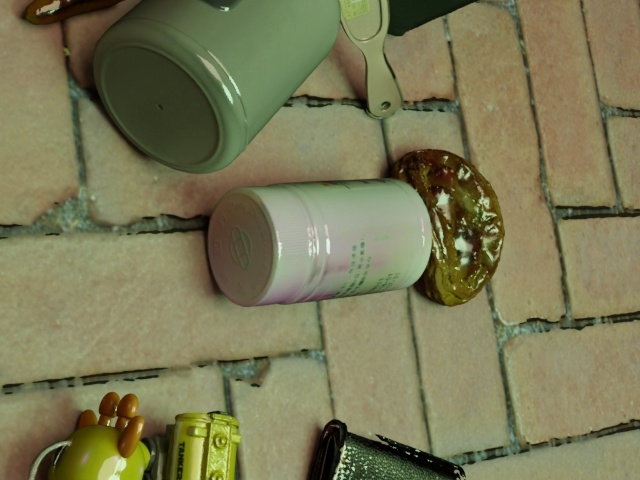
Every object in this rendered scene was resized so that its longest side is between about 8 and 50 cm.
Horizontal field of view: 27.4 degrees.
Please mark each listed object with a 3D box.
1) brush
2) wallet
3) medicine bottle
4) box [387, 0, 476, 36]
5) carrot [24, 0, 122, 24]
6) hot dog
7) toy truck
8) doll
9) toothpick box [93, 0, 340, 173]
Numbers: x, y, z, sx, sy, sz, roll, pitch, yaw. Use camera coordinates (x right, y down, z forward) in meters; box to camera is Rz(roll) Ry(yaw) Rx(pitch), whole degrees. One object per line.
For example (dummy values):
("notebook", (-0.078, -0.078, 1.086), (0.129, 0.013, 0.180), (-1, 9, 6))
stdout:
("brush", (0.062, -0.281, 1.750), (0.313, 0.072, 0.067), (70, -2, -52))
("wallet", (0.072, 0.384, 1.677), (0.221, 0.071, 0.262), (26, 71, -32))
("medicine bottle", (0.000, 0.000, 1.656), (0.254, 0.152, 0.152), (-4, 82, -40))
("box", (0.063, -0.452, 1.755), (0.345, 0.251, 0.204), (18, 68, -35))
("carrot", (-0.293, -0.289, 1.561), (0.139, 0.048, 0.048), (-28, 97, -38))
("hot dog", (0.177, -0.024, 1.843), (0.160, 0.099, 0.227), (-25, 92, -41))
("toy truck", (-0.150, 0.307, 1.482), (0.098, 0.114, 0.226), (17, 69, -35))
("doll", (-0.257, 0.262, 1.405), (0.135, 0.143, 0.221), (32, 71, -27))
("toothpick box", (-0.104, -0.257, 1.590), (0.229, 0.229, 0.316), (52, 52, -17))
